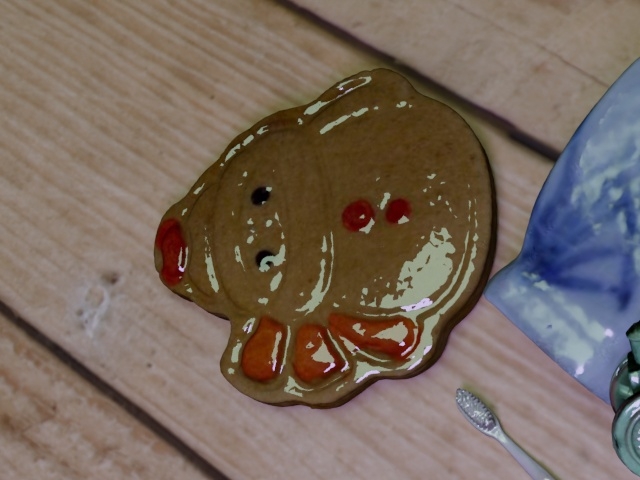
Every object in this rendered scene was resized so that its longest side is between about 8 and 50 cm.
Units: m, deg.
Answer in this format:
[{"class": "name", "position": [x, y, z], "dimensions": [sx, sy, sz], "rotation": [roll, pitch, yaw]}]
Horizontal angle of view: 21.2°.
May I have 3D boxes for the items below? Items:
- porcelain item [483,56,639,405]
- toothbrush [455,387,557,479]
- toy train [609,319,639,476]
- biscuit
[{"class": "porcelain item", "position": [0.344, -0.048, 1.600], "dimensions": [0.242, 0.178, 0.405], "rotation": [43, 98, 27]}, {"class": "toothbrush", "position": [0.232, 0.246, 1.634], "dimensions": [0.025, 0.029, 0.307], "rotation": [-43, 62, -4]}, {"class": "toy train", "position": [0.375, 0.194, 1.472], "dimensions": [0.221, 0.150, 0.304], "rotation": [-16, 102, 14]}, {"class": "biscuit", "position": [0.000, 0.000, 1.797], "dimensions": [0.381, 0.074, 0.359], "rotation": [-8, 68, 17]}]
